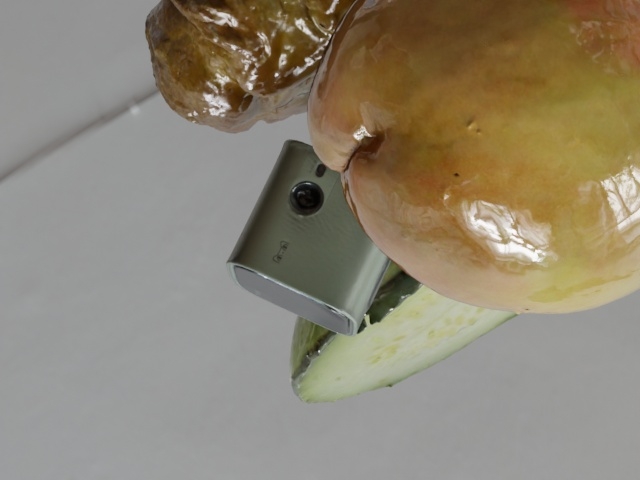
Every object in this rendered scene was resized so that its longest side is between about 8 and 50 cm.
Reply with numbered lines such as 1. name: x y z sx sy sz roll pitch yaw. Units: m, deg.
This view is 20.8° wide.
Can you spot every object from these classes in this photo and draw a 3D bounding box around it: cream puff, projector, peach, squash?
1. cream puff: -0.007 -0.177 1.270 0.269 0.241 0.155 -41 -98 20
2. projector: 0.000 0.000 1.015 0.083 0.083 0.082 24 -101 5
3. peach: 0.085 -0.054 0.766 0.184 0.184 0.184 -9 -124 13
4. squash: 0.114 0.004 1.180 0.210 0.233 0.309 28 -90 22
